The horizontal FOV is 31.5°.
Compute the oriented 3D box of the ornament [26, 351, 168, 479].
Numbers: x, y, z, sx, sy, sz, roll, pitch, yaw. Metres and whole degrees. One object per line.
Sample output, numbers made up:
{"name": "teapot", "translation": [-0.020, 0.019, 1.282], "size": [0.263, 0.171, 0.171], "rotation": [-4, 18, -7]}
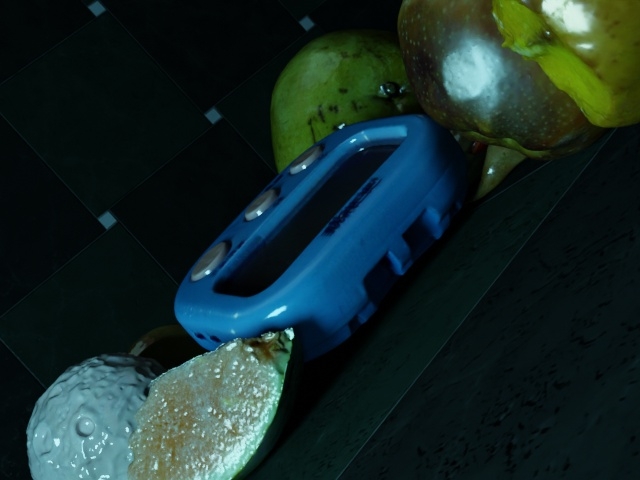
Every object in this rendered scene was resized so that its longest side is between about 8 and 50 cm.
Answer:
{"name": "ornament", "translation": [-0.314, 0.288, 1.682], "size": [0.259, 0.225, 0.259], "rotation": [-46, 3, 3]}

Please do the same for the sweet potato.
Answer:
{"name": "sweet potato", "translation": [0.209, -0.109, 1.197], "size": [0.195, 0.056, 0.056], "rotation": [-53, 0, 32]}

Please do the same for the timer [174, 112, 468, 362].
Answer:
{"name": "timer", "translation": [0.000, 0.000, 1.278], "size": [0.340, 0.115, 0.309], "rotation": [-48, 21, -20]}

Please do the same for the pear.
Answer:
{"name": "pear", "translation": [0.075, -0.169, 1.698], "size": [0.304, 0.304, 0.304], "rotation": [-47, 3, 3]}

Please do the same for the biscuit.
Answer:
{"name": "biscuit", "translation": [-0.306, 0.285, 1.878], "size": [0.355, 0.275, 0.052], "rotation": [-33, 39, -22]}

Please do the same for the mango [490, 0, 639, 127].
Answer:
{"name": "mango", "translation": [0.264, -0.221, 0.791], "size": [0.350, 0.201, 0.199], "rotation": [-40, 42, -18]}

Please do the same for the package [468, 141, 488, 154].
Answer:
{"name": "package", "translation": [0.233, -0.153, 1.276], "size": [0.200, 0.022, 0.083], "rotation": [-30, -24, -50]}

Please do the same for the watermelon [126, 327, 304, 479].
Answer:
{"name": "watermelon", "translation": [-0.083, 0.185, 1.153], "size": [0.231, 0.128, 0.146], "rotation": [-27, -16, 22]}

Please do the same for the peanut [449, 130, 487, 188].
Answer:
{"name": "peanut", "translation": [0.174, -0.112, 1.390], "size": [0.187, 0.082, 0.082], "rotation": [-47, 3, 2]}

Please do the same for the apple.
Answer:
{"name": "apple", "translation": [0.176, -0.177, 0.971], "size": [0.230, 0.230, 0.230], "rotation": [-47, 3, 3]}
